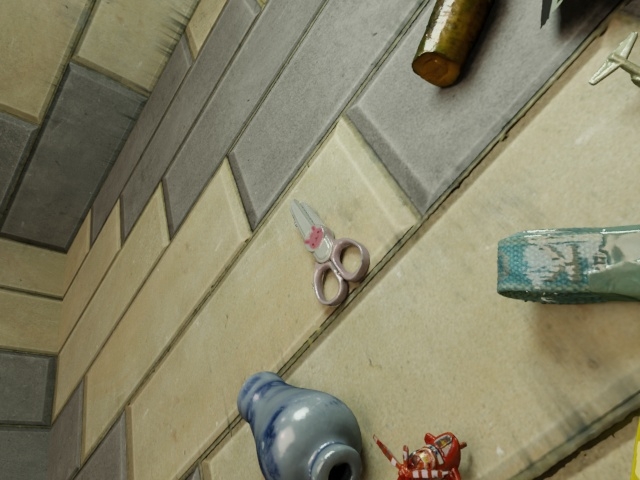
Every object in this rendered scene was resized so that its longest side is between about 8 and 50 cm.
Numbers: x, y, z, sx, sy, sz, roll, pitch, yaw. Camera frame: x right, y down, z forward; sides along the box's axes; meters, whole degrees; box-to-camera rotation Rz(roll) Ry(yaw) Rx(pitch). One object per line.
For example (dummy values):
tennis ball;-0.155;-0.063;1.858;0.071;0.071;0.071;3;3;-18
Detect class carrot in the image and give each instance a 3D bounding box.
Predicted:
carrot;0.197;-0.318;0.685;0.082;0.082;0.173;25;94;53

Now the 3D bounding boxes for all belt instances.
belt;0.294;0.020;0.399;0.303;0.087;0.072;-8;65;50

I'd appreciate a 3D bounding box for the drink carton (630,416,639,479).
drink carton;0.374;0.128;0.233;0.352;0.111;0.154;3;75;53

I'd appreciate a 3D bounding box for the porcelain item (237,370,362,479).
porcelain item;-0.036;0.267;0.670;0.259;0.141;0.141;11;83;62

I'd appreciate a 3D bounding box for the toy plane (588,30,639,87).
toy plane;0.354;-0.112;0.383;0.092;0.108;0.286;-57;26;18

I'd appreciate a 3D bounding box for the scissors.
scissors;0.000;0.000;0.824;0.118;0.031;0.242;-52;42;21

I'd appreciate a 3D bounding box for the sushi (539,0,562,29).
sushi;0.350;-0.448;0.489;0.320;0.069;0.338;105;178;-72

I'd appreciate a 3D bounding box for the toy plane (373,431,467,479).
toy plane;0.101;0.295;0.530;0.126;0.077;0.194;23;100;57
